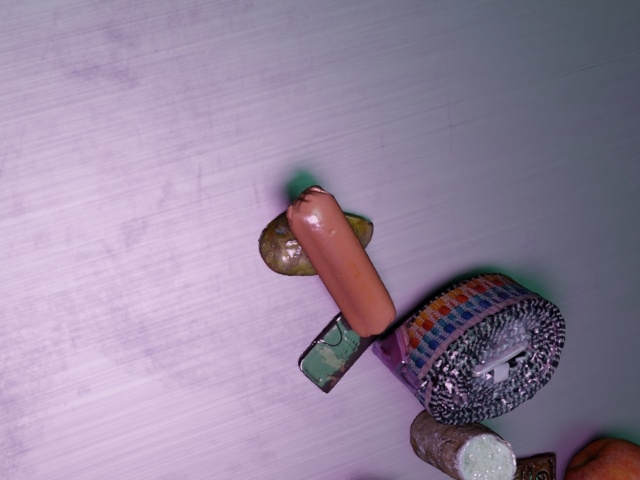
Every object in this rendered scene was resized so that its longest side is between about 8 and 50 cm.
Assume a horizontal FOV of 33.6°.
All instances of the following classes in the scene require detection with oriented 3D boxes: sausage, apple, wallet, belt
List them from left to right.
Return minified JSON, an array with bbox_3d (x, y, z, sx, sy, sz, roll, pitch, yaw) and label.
[{"bbox_3d":[0.034,0.176,1.775,0.156,0.018,0.082,-47,107,-8],"label":"wallet"},{"bbox_3d":[0.035,0.037,1.679,0.086,0.086,0.289,-37,122,-12],"label":"sausage"},{"bbox_3d":[0.254,0.183,1.783,0.295,0.160,0.207,-32,122,-12],"label":"belt"},{"bbox_3d":[0.374,0.512,1.913,0.133,0.039,0.243,-5,97,-23],"label":"wallet"},{"bbox_3d":[0.525,0.447,1.884,0.188,0.188,0.174,-40,95,-11],"label":"apple"}]

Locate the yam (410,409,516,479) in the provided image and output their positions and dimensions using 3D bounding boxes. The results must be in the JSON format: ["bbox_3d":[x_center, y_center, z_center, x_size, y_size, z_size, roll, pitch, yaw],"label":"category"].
[{"bbox_3d":[0.239,0.348,1.771,0.107,0.194,0.107,-3,97,-22],"label":"yam"}]

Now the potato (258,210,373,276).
[{"bbox_3d":[0.000,0.000,1.728,0.198,0.054,0.119,-1,93,-19],"label":"potato"}]
